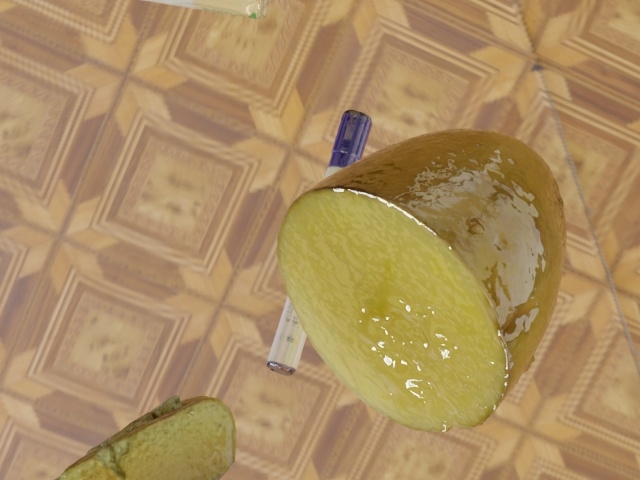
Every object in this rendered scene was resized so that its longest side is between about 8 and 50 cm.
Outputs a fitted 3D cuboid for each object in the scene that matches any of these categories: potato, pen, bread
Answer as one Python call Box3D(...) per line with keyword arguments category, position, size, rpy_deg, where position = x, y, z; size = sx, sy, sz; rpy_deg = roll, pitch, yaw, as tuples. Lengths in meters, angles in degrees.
Box3D(category="potato", position=(0.084, 0.003, 0.751), size=(0.178, 0.203, 0.158), rpy_deg=(34, 61, 25))
Box3D(category="pen", position=(0.000, 0.000, 1.170), size=(0.033, 0.033, 0.269), rpy_deg=(19, 75, -7))
Box3D(category="bread", position=(-0.225, 0.288, 1.511), size=(0.257, 0.186, 0.124), rpy_deg=(-34, 93, -18))

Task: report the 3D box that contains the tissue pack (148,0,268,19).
Box3D(category="tissue pack", position=(-0.125, -0.261, 0.857), size=(0.222, 0.090, 0.186), rpy_deg=(13, 63, 5))
